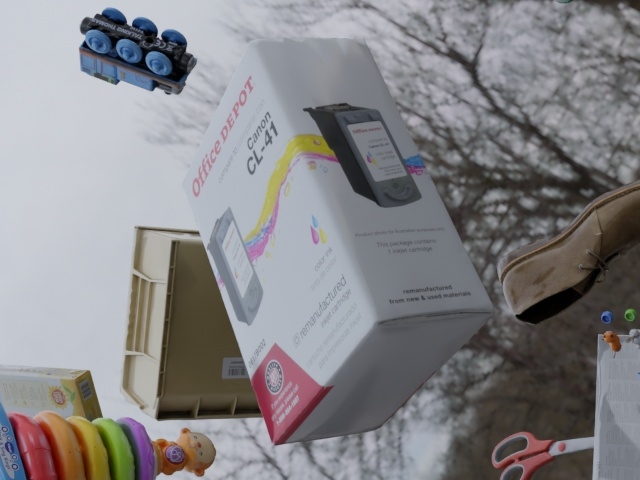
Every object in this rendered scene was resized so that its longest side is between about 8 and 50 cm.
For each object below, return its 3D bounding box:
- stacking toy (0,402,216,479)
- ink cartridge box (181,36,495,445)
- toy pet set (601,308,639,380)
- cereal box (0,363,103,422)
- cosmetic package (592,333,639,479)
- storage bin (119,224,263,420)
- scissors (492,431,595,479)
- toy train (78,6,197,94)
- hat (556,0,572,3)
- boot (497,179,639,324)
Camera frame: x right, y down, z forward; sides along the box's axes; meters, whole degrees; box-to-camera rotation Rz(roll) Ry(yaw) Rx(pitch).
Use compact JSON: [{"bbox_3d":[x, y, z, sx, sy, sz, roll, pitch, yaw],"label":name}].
[{"bbox_3d":[-0.255,0.268,1.348,0.302,0.175,0.165,-3,-38,-33],"label":"stacking toy"},{"bbox_3d":[0.000,0.000,1.053,0.131,0.306,0.226,-6,-32,-32],"label":"ink cartridge box"},{"bbox_3d":[0.406,0.146,1.406,0.065,0.122,0.114,-37,-68,-51],"label":"toy pet set"},{"bbox_3d":[-0.493,0.310,2.056,0.047,0.240,0.173,-36,-60,-52],"label":"cereal box"},{"bbox_3d":[0.469,0.265,1.739,0.060,0.099,0.239,41,-127,-64],"label":"cosmetic package"},{"bbox_3d":[-0.138,0.120,1.666,0.262,0.123,0.260,4,-86,-34],"label":"storage bin"},{"bbox_3d":[0.392,0.340,1.920,0.297,0.021,0.109,-41,36,42],"label":"scissors"},{"bbox_3d":[-0.273,-0.276,1.709,0.105,0.184,0.080,101,-169,-54],"label":"toy train"},{"bbox_3d":[0.416,-0.465,1.675,0.184,0.208,0.173,-14,3,-16],"label":"hat"},{"bbox_3d":[0.400,0.022,1.657,0.305,0.112,0.115,-35,33,25],"label":"boot"}]
